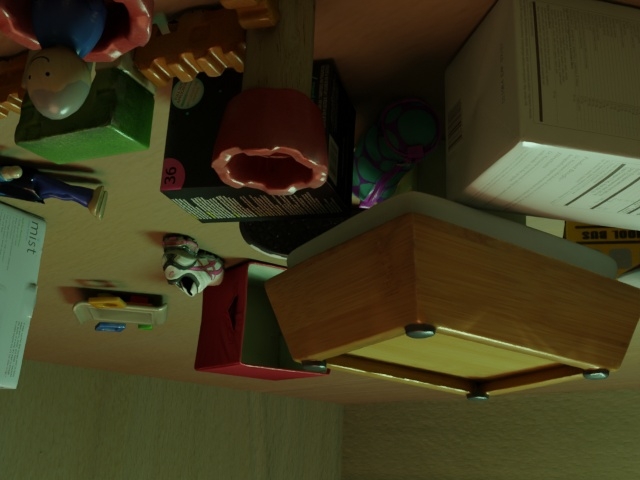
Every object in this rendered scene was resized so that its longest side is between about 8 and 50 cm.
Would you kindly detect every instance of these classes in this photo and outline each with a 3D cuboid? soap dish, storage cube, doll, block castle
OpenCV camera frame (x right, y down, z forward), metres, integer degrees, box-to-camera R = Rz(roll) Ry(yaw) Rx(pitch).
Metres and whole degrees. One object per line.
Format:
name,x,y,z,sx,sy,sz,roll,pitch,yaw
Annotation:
soap dish,0.125,0.068,0.721,0.291,0.118,0.229,17,154,-30
storage cube,-0.107,0.157,1.422,0.215,0.184,0.193,13,161,-31
doll,-0.373,-0.070,0.972,0.189,0.046,0.129,12,171,-7
block castle,-0.246,-0.111,0.548,0.453,0.213,0.303,-5,161,24

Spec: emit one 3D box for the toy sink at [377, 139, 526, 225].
toy sink,0.142,-0.003,0.925,0.131,0.153,0.234,6,163,-8

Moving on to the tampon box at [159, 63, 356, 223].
tampon box,-0.056,-0.089,0.734,0.161,0.120,0.101,-2,162,15

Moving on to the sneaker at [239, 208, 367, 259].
sneaker,0.000,0.000,1.069,0.234,0.084,0.097,6,163,-11

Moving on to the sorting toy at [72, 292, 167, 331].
sorting toy,-0.438,0.150,1.686,0.196,0.047,0.348,2,163,-11

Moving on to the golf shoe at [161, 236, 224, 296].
golf shoe,-0.217,0.056,1.284,0.067,0.086,0.186,-4,163,17

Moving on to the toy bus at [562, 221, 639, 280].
toy bus,0.470,0.004,0.927,0.332,0.130,0.108,-2,162,15

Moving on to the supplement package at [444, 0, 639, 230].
supplement package,0.241,-0.096,0.632,0.244,0.139,0.134,7,161,-12

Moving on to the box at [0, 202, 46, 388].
box,-0.528,0.064,1.069,0.126,0.262,0.231,-5,162,27

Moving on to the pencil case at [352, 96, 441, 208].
pencil case,0.071,-0.089,0.799,0.064,0.070,0.152,6,163,-11

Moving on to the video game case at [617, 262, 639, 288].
video game case,0.430,-0.040,0.690,0.285,0.025,0.204,-29,171,-7
